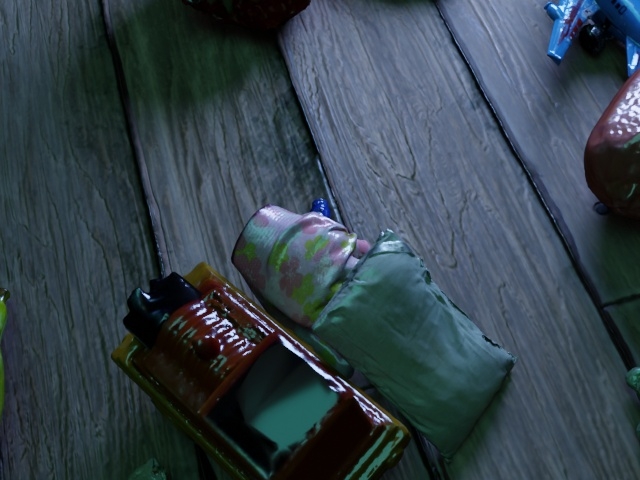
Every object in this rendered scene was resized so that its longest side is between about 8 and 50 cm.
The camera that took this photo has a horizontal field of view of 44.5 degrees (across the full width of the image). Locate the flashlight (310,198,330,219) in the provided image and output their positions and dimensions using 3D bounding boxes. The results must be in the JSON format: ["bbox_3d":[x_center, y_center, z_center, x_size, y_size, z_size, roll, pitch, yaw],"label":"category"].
[{"bbox_3d":[0.000,0.000,1.005,0.057,0.035,0.121,-5,62,8],"label":"flashlight"}]

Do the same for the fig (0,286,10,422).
[{"bbox_3d":[-0.473,0.169,0.888,0.233,0.233,0.314,14,71,16],"label":"fig"}]

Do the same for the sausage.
[{"bbox_3d":[0.411,-0.133,0.949,0.148,0.148,0.254,26,68,21],"label":"sausage"}]

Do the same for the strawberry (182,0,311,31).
[{"bbox_3d":[-0.105,-0.458,1.177,0.274,0.274,0.220,13,28,16],"label":"strawberry"}]

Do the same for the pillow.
[{"bbox_3d":[0.109,0.115,0.860,0.230,0.050,0.148,45,75,-11],"label":"pillow"}]

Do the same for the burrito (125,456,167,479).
[{"bbox_3d":[-0.216,0.331,0.861,0.058,0.045,0.188,16,64,10],"label":"burrito"}]

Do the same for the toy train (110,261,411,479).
[{"bbox_3d":[-0.067,0.163,0.817,0.369,0.231,0.163,36,74,26],"label":"toy train"}]

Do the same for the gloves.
[{"bbox_3d":[0.015,0.062,0.911,0.241,0.126,0.145,31,73,19],"label":"gloves"}]

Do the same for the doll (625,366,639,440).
[{"bbox_3d":[0.391,0.191,0.820,0.115,0.077,0.150,-19,72,11],"label":"doll"}]

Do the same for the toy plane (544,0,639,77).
[{"bbox_3d":[0.393,-0.336,1.078,0.254,0.105,0.271,-30,60,-7],"label":"toy plane"}]
